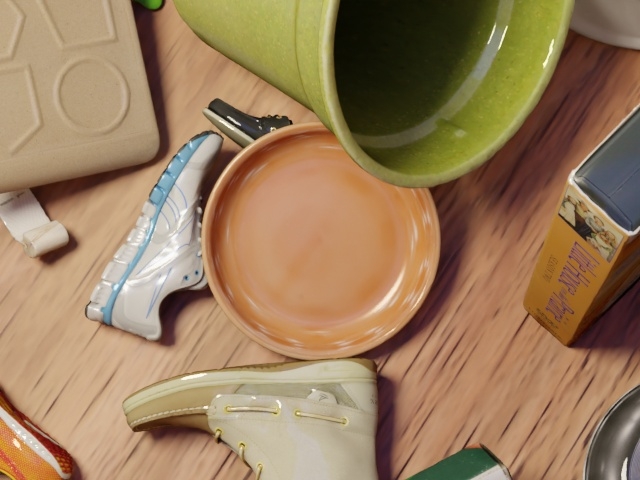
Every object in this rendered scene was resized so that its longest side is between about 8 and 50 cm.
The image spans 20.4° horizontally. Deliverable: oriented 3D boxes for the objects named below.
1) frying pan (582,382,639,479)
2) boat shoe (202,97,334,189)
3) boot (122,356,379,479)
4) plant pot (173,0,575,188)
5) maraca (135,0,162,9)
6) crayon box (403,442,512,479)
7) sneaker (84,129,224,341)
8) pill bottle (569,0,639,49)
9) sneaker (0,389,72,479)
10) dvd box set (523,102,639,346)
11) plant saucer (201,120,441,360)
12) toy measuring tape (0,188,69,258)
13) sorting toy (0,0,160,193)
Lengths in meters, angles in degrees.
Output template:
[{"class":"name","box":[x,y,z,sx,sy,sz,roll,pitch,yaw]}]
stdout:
[{"class":"frying pan","box":[0.317,0.261,1.439,0.197,0.053,0.326,-3,74,3]},{"class":"boat shoe","box":[-0.039,-0.087,1.529,0.133,0.049,0.042,30,84,1]},{"class":"boot","box":[-0.051,0.186,1.455,0.213,0.077,0.165,-6,79,0]},{"class":"plant pot","box":[0.021,-0.209,1.437,0.254,0.276,0.276,25,77,42]},{"class":"maraca","box":[-0.197,-0.282,1.559,0.127,0.099,0.186,-21,103,0]},{"class":"crayon box","box":[0.034,0.320,1.383,0.318,0.081,0.202,-26,101,-4]},{"class":"sneaker","box":[-0.120,-0.001,1.509,0.083,0.071,0.191,28,88,2]},{"class":"pill bottle","box":[0.287,-0.308,1.512,0.153,0.153,0.265,12,77,5]},{"class":"sneaker","box":[-0.285,0.152,1.479,0.067,0.064,0.175,-46,77,2]},{"class":"dvd box set","box":[0.288,-0.077,1.323,0.307,0.420,0.062,-44,79,-8]},{"class":"plant saucer","box":[0.000,0.000,1.491,0.200,0.037,0.200,0,95,-2]},{"class":"toy measuring tape","box":[-0.303,-0.144,1.513,0.121,0.121,0.330,-32,78,-5]},{"class":"sorting toy","box":[-0.241,-0.151,1.490,0.193,0.038,0.208,-14,99,-29]}]
